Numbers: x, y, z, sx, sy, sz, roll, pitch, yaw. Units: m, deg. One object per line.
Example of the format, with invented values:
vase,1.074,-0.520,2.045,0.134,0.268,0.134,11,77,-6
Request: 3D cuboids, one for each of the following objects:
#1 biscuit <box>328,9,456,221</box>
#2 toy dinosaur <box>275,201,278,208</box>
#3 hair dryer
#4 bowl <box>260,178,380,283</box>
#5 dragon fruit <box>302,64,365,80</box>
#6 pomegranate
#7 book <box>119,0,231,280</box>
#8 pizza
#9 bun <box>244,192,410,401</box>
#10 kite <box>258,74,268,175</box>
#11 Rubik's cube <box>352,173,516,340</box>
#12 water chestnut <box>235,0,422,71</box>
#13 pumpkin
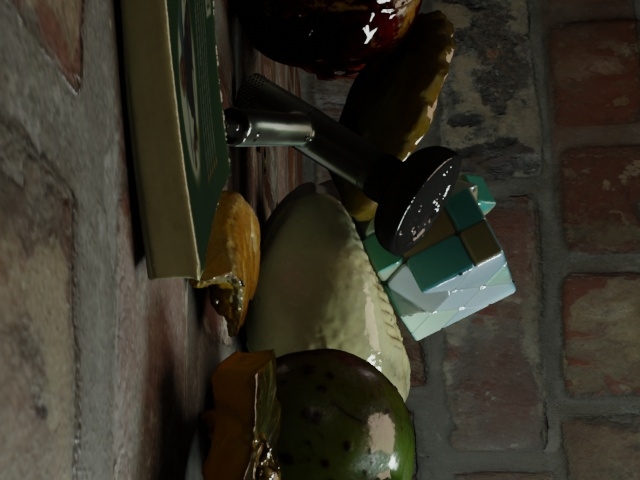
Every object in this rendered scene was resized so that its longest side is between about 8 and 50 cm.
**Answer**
biscuit,0.091,-0.197,1.692,0.329,0.078,0.335,-64,-164,3
toy dinosaur,-0.083,0.024,2.102,0.108,0.032,0.220,-94,-176,-61
hair dryer,-0.011,-0.092,1.435,0.284,0.320,0.155,-44,160,-57
bowl,0.000,0.000,1.921,0.157,0.345,0.345,39,26,-22
dragon fruit,0.024,-0.428,1.851,0.301,0.296,0.295,98,-6,-48
pomegranate,0.025,0.264,1.235,0.306,0.242,0.242,46,-11,14
book,-0.118,-0.139,0.968,0.371,0.043,0.260,-90,176,-75
pizza,-0.098,0.016,1.184,0.271,0.056,0.134,-91,177,-66
bun,-0.007,0.113,1.590,0.361,0.213,0.361,157,-90,-90
kite,-0.101,-0.203,1.996,0.241,0.014,0.183,-86,177,-72
Rubik's cube,0.174,0.005,1.699,0.213,0.224,0.265,64,3,27
water chestnut,0.006,-0.370,1.588,0.244,0.289,0.289,-95,-177,-67
pumpkin,-0.079,0.218,0.983,0.258,0.095,0.290,92,2,-51
